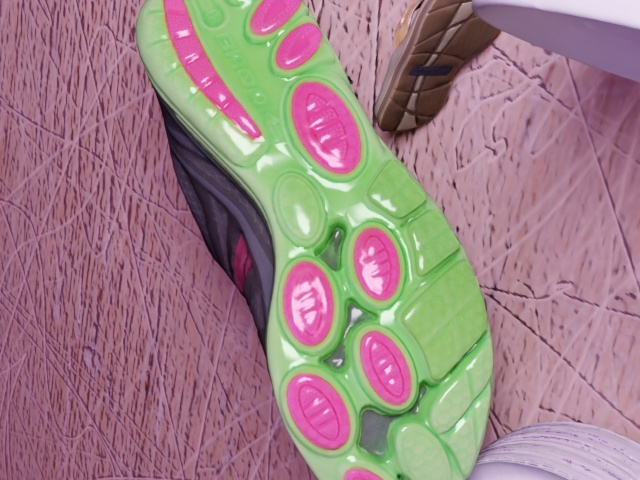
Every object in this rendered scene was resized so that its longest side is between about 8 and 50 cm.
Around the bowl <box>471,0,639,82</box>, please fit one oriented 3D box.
[{"bbox_3d":[0.242,-0.146,0.698,0.298,0.298,0.134,22,98,38],"label":"bowl"}]

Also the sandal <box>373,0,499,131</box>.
[{"bbox_3d":[0.087,-0.156,0.980,0.180,0.072,0.049,-58,42,45],"label":"sandal"}]

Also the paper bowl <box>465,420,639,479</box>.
[{"bbox_3d":[0.184,0.296,0.989,0.284,0.148,0.284,17,117,38],"label":"paper bowl"}]

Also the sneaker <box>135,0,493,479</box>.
[{"bbox_3d":[0.000,0.000,1.045,0.202,0.185,0.482,93,156,-75],"label":"sneaker"}]
